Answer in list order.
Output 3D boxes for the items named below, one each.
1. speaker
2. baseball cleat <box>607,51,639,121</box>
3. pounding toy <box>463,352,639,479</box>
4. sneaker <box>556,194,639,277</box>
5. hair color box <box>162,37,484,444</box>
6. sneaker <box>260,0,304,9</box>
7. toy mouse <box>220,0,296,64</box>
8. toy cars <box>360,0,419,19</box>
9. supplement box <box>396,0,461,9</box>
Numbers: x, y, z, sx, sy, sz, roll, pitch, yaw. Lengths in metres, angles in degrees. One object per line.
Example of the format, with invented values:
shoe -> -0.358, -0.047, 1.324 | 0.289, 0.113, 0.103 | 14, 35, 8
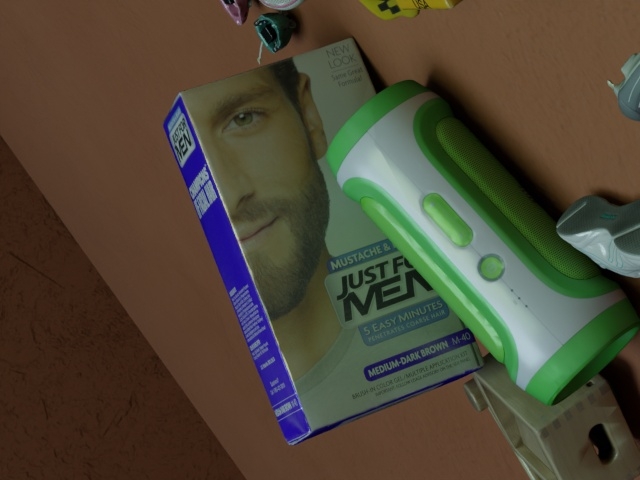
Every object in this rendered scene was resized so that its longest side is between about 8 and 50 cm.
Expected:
speaker -> 0.140, 0.000, 1.486 | 0.296, 0.131, 0.131 | 48, 162, 16
baseball cleat -> 0.253, -0.109, 1.090 | 0.109, 0.072, 0.206 | 43, 164, 12
pounding toy -> 0.223, 0.167, 1.656 | 0.206, 0.094, 0.181 | 45, 167, 55
sneaker -> 0.250, 0.001, 1.345 | 0.061, 0.053, 0.152 | 44, 170, -22
hair color box -> 0.000, 0.000, 1.607 | 0.338, 0.185, 0.110 | 68, 162, 8
sneaker -> -0.060, -0.282, 1.452 | 0.103, 0.111, 0.252 | 24, 151, 24
toy mouse -> -0.066, -0.238, 1.716 | 0.161, 0.031, 0.143 | 38, 156, 41
toy cars -> -0.035, -0.259, 1.236 | 0.394, 0.087, 0.176 | 12, -123, -67
supplement box -> 0.070, -0.268, 1.198 | 0.188, 0.104, 0.081 | 60, 162, -18
